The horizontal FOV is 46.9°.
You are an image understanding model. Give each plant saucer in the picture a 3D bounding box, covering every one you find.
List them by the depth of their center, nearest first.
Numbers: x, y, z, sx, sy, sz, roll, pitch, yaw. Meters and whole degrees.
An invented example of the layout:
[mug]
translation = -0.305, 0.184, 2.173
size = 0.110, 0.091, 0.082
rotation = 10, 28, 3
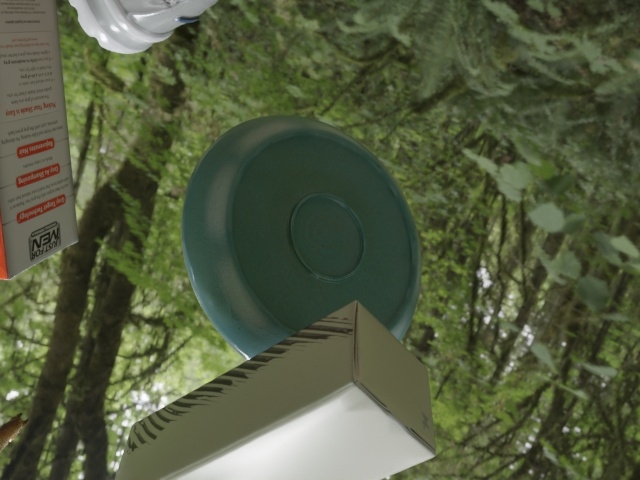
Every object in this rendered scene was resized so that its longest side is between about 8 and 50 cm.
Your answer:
[plant saucer]
translation = 0.000, 0.000, 0.824
size = 0.317, 0.318, 0.043
rotation = 12, 158, -32

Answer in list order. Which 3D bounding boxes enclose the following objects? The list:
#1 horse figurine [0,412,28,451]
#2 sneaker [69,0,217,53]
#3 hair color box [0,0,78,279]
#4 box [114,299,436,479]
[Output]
[horse figurine]
translation = -0.540, 0.335, 1.055
size = 0.066, 0.174, 0.263
rotation = 38, 179, 19
[sneaker]
translation = -0.120, -0.265, 0.442
size = 0.115, 0.282, 0.105
rotation = -10, -159, 22
[hair color box]
translation = -0.166, -0.058, 0.378
size = 0.043, 0.141, 0.072
rotation = 3, -163, 11
[box]
translation = -0.045, 0.170, 0.634
size = 0.113, 0.275, 0.094
rotation = 46, -153, -28
